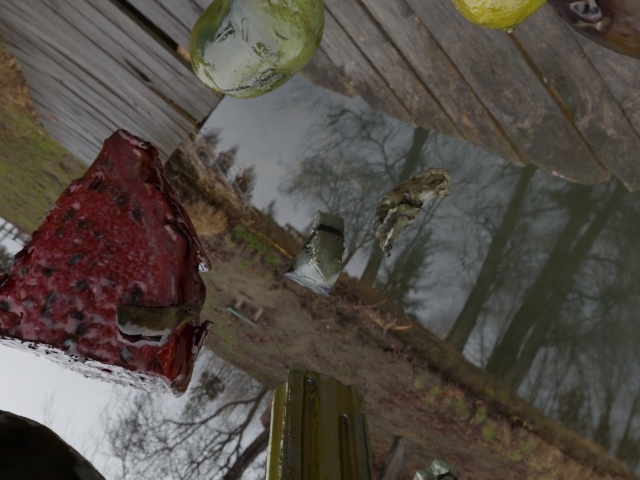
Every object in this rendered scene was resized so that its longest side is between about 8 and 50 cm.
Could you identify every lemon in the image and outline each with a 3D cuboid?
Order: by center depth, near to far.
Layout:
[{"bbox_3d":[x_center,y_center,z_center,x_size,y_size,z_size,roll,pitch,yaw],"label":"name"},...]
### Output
[{"bbox_3d":[0.308,-0.467,0.725,0.192,0.192,0.231,16,137,46],"label":"lemon"}]

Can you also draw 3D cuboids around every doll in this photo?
[{"bbox_3d":[0.298,0.734,1.198,0.113,0.275,0.154,-17,104,28],"label":"doll"}]

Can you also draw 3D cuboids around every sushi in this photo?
[{"bbox_3d":[0.020,-0.001,1.170,0.134,0.272,0.109,24,145,2],"label":"sushi"}]

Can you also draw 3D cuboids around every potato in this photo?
[{"bbox_3d":[-0.104,-0.314,0.678,0.248,0.169,0.143,-11,176,37],"label":"potato"}]

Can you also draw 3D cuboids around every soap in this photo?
[{"bbox_3d":[-0.002,0.292,0.597,0.135,0.076,0.233,21,-152,-14],"label":"soap"}]

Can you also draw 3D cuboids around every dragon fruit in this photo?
[{"bbox_3d":[-0.240,0.018,0.507,0.302,0.330,0.240,-8,166,41],"label":"dragon fruit"}]

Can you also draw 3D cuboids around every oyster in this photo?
[{"bbox_3d":[0.161,-0.066,0.825,0.094,0.166,0.294,46,-155,6],"label":"oyster"}]

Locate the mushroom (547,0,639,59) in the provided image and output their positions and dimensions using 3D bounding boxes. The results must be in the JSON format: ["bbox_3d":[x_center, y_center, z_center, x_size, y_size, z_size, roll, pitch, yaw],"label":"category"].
[{"bbox_3d":[0.405,-0.370,0.480,0.334,0.356,0.331,23,160,42],"label":"mushroom"}]

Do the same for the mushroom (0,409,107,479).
[{"bbox_3d":[-0.296,0.258,0.391,0.344,0.130,0.247,32,168,13],"label":"mushroom"}]
